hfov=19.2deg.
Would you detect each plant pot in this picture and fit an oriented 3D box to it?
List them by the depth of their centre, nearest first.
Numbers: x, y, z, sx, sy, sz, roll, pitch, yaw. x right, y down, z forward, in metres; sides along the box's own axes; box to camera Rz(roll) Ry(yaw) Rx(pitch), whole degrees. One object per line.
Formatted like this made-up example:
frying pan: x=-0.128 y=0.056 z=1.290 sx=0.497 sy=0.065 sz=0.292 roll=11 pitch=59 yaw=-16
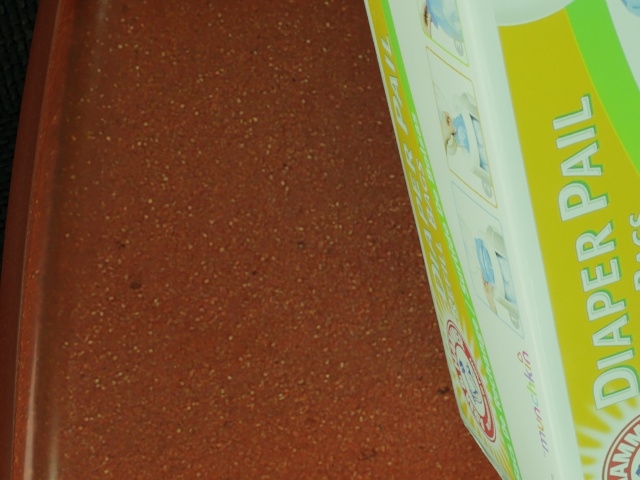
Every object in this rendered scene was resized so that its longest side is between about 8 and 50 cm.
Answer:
plant pot: x=0.000 y=0.000 z=0.718 sx=0.267 sy=0.267 sz=0.236 roll=-151 pitch=55 yaw=-77

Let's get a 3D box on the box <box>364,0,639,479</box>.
box: x=0.087 y=-0.024 z=0.524 sx=0.103 sy=0.114 sz=0.203 roll=-126 pitch=19 yaw=-62
